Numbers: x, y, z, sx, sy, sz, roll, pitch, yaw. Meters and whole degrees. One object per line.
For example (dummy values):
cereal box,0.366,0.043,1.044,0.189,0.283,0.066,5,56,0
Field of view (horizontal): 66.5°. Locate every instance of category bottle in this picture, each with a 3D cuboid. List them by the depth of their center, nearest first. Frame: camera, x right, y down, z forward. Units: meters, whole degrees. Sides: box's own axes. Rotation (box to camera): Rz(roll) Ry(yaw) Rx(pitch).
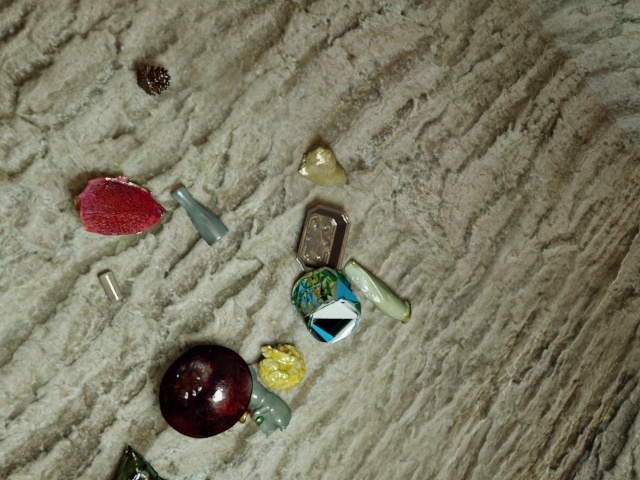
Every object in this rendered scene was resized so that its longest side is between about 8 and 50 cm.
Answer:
bottle,-0.665,0.147,1.548,0.045,0.045,0.096,-24,101,-20

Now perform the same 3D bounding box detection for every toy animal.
toy animal,-0.210,0.555,1.708,0.125,0.127,0.251,-35,89,-5

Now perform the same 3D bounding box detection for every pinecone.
pinecone,-0.539,-0.517,1.577,0.109,0.102,0.102,-29,103,-54

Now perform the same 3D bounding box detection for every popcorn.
popcorn,-0.136,0.438,1.704,0.180,0.180,0.170,1,111,-22

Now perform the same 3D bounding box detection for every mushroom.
mushroom,0.224,0.204,1.878,0.333,0.107,0.087,39,118,-18

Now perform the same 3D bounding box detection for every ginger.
ginger,0.034,-0.274,1.795,0.193,0.123,0.115,19,63,-26

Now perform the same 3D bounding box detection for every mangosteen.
mangosteen,-0.354,0.476,1.560,0.298,0.293,0.296,-2,84,21

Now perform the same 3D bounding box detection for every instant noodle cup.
instant noodle cup,0.026,0.236,1.712,0.241,0.178,0.240,-7,119,-12

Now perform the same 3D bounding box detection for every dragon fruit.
dragon fruit,-0.636,-0.110,1.528,0.274,0.126,0.161,3,54,-42

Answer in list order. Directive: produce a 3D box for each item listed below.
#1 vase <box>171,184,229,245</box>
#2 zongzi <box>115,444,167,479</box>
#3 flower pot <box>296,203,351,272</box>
vase,-0.407,-0.086,1.635,0.086,0.086,0.214,-43,100,-16
zongzi,-0.516,0.892,1.522,0.362,0.319,0.383,28,62,-18
flower pot,0.000,0.000,1.794,0.179,0.084,0.250,15,84,-20
